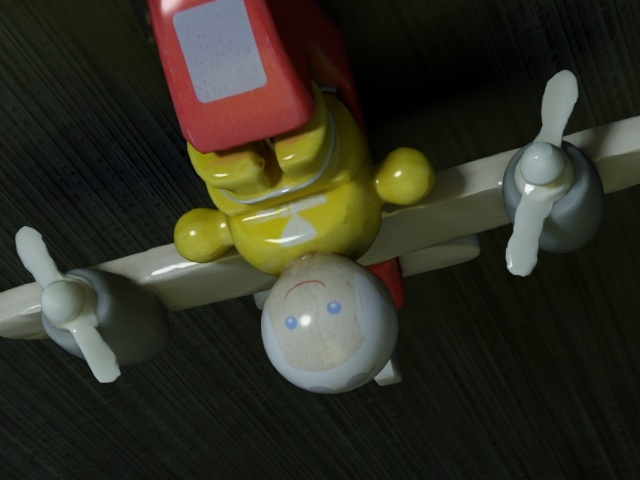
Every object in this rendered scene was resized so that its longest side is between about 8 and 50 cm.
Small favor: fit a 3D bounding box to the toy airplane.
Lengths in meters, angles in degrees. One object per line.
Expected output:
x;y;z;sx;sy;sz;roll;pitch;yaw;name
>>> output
0.000;0.000;0.841;0.384;0.272;0.386;16;133;-24;toy airplane
